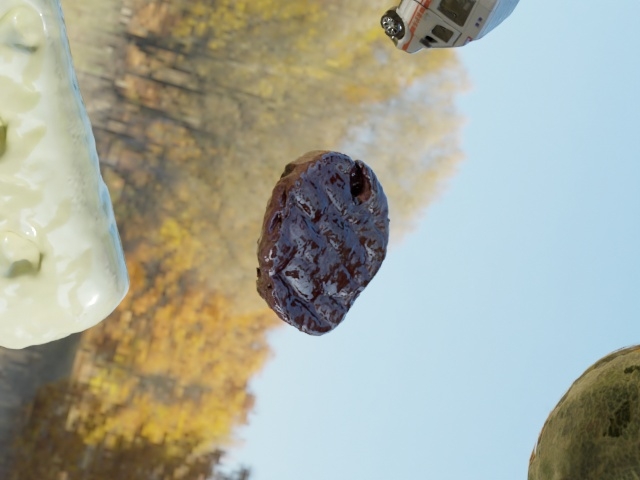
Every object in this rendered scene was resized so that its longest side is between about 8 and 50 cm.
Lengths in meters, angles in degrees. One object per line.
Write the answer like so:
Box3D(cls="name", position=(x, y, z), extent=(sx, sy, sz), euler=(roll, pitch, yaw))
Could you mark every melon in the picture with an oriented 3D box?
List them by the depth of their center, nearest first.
Box3D(cls="melon", position=(0.316, 0.220, 1.199), extent=(0.329, 0.248, 0.248), euler=(119, -17, -61))

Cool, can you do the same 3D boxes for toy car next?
Box3D(cls="toy car", position=(0.143, -0.250, 1.320), extent=(0.089, 0.108, 0.210), euler=(-41, 169, -32))

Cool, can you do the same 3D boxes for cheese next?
Box3D(cls="cheese", position=(-0.112, -0.053, 0.432), extent=(0.043, 0.065, 0.194), euler=(-98, 177, -64))

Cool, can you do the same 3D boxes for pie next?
Box3D(cls="pie", position=(0.000, 0.000, 1.072), extent=(0.038, 0.153, 0.153), euler=(16, -89, 43))
